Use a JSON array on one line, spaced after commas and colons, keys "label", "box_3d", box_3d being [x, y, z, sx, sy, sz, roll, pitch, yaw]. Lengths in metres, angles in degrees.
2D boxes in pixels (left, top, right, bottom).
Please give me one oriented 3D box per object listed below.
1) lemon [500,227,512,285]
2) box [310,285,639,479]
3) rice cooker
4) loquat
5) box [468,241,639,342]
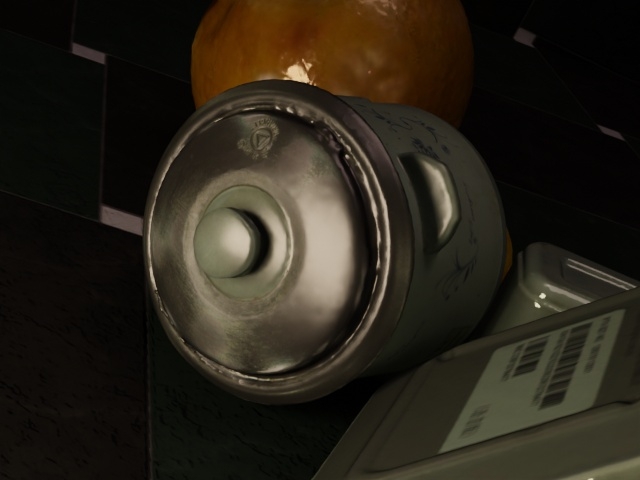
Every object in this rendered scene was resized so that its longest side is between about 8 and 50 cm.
[{"label": "lemon", "box_3d": [0.096, -0.001, 1.579, 0.207, 0.170, 0.170, 40, 25, 20]}, {"label": "box", "box_3d": [0.187, 0.130, 1.087, 0.111, 0.396, 0.396, 66, 20, -8]}, {"label": "rice cooker", "box_3d": [0.000, 0.000, 1.332, 0.316, 0.264, 0.316, -13, -7, -1]}, {"label": "loquat", "box_3d": [0.011, -0.190, 1.731, 0.328, 0.328, 0.328, 21, 20, -8]}, {"label": "box", "box_3d": [0.268, 0.138, 1.396, 0.311, 0.183, 0.175, 22, 20, -2]}]
